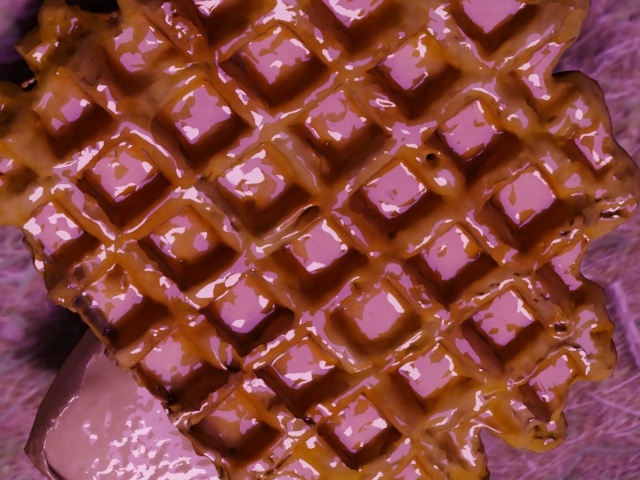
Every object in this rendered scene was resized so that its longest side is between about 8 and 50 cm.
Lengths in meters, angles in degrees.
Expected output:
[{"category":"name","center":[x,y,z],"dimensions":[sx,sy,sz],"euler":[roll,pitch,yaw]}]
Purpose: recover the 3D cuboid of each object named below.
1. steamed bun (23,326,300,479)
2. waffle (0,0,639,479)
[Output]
[{"category":"steamed bun","center":[-0.019,0.080,1.058],"dimensions":[0.231,0.110,0.212],"euler":[-38,112,13]},{"category":"waffle","center":[0.000,-0.002,0.936],"dimensions":[0.307,0.060,0.311],"euler":[-6,112,-3]}]
